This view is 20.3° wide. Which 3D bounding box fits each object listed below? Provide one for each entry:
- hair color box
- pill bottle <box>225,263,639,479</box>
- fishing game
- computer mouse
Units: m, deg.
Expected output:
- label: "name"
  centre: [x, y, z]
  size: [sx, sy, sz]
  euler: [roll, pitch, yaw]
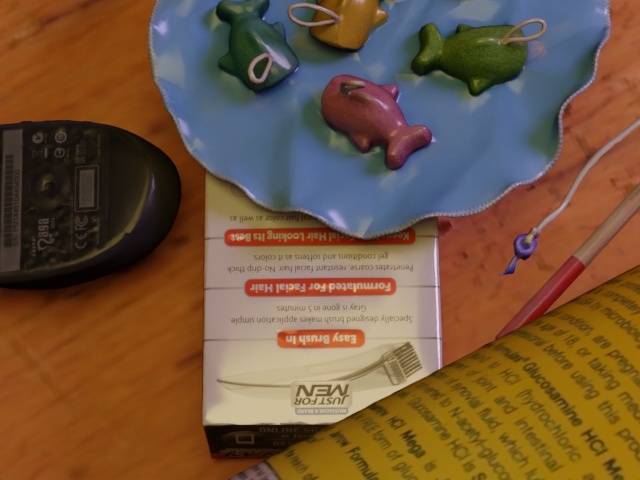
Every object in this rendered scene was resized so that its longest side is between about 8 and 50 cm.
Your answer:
- label: "hair color box"
  centre: [0.000, 0.000, 0.715]
  size: [0.093, 0.053, 0.167]
  euler: [0, 68, 0]
- label: "pill bottle"
  centre: [0.099, 0.117, 0.600]
  size: [0.334, 0.188, 0.188]
  euler: [-27, 72, -8]
- label: "fishing game"
  centre: [0.025, -0.092, 0.702]
  size: [0.264, 0.041, 0.189]
  euler: [42, 76, 16]
- label: "computer mouse"
  centre: [-0.175, -0.010, 0.735]
  size: [0.242, 0.041, 0.071]
  euler: [-2, 72, 7]
